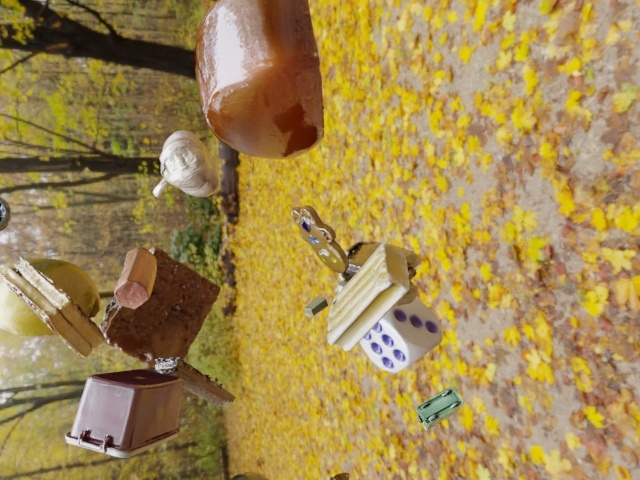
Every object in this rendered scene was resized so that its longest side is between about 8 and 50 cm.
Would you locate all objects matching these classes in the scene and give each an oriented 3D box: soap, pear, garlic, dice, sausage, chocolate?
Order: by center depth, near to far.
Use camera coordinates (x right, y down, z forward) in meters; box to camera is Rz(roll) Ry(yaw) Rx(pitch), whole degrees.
[{"bbox_3d":[-0.355,0.064,0.931,0.169,0.065,0.065,-114,25,-63],"label":"sausage"},{"bbox_3d":[0.125,0.156,1.306,0.274,0.089,0.173,-53,16,31],"label":"soap"},{"bbox_3d":[-0.431,-0.211,1.463,0.219,0.212,0.218,59,-176,-6],"label":"garlic"},{"bbox_3d":[-0.391,0.454,1.522,0.329,0.102,0.065,52,-143,-45],"label":"chocolate"},{"bbox_3d":[-0.973,0.165,1.669,0.340,0.386,0.191,-81,2,-69],"label":"pear"},{"bbox_3d":[0.331,0.390,2.006,0.259,0.251,0.243,53,134,17],"label":"dice"}]

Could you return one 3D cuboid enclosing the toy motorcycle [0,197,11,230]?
[{"bbox_3d":[-0.760,-0.015,0.862,0.182,0.241,0.319,-19,36,36],"label":"toy motorcycle"}]

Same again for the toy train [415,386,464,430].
[{"bbox_3d":[0.219,0.312,0.887,0.038,0.093,0.056,55,163,35],"label":"toy train"}]

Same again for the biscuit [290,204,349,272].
[{"bbox_3d":[0.000,0.000,1.385,0.236,0.039,0.180,54,156,-15],"label":"biscuit"}]

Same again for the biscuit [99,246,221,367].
[{"bbox_3d":[-0.607,0.262,1.811,0.166,0.342,0.395,2,59,49],"label":"biscuit"}]

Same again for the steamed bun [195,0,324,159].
[{"bbox_3d":[-0.127,-0.319,0.990,0.379,0.248,0.235,87,173,-76],"label":"steamed bun"}]

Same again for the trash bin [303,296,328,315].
[{"bbox_3d":[-0.020,0.289,2.093,0.061,0.092,0.043,2,117,49],"label":"trash bin"}]

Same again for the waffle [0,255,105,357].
[{"bbox_3d":[-0.763,0.189,1.361,0.308,0.091,0.213,25,146,31],"label":"waffle"}]

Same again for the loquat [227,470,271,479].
[{"bbox_3d":[-0.171,0.670,1.141,0.179,0.179,0.227,103,170,-46],"label":"loquat"}]

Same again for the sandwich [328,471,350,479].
[{"bbox_3d":[0.066,0.751,1.260,0.214,0.065,0.186,-173,80,-82],"label":"sandwich"}]

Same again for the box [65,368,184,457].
[{"bbox_3d":[-0.497,0.444,1.272,0.294,0.193,0.168,42,-122,-74],"label":"box"}]

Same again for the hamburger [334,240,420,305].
[{"bbox_3d":[0.212,0.116,1.686,0.318,0.276,0.195,-20,-62,-62],"label":"hamburger"}]
